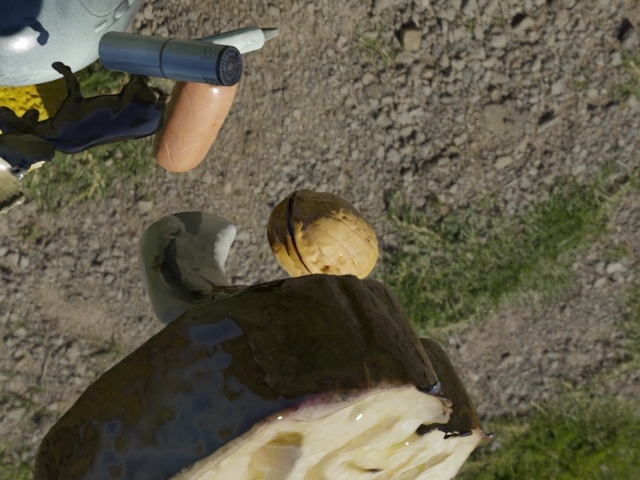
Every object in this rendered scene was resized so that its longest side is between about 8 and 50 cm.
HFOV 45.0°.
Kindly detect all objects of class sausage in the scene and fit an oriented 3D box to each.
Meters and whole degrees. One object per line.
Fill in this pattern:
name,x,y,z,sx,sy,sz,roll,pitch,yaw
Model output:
sausage,-0.256,-0.261,1.575,0.121,0.121,0.304,14,144,-19

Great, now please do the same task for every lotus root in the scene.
lotus root,-0.051,0.188,0.584,0.375,0.111,0.390,-31,147,-5

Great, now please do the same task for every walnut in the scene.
walnut,0.000,0.000,1.137,0.144,0.144,0.180,-32,127,15

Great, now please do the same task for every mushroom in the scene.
mushroom,-0.181,0.071,1.187,0.177,0.397,0.126,-25,120,-7

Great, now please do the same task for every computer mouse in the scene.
computer mouse,-0.315,-0.310,1.038,0.090,0.379,0.167,36,144,18

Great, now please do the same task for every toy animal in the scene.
toy animal,-0.274,-0.126,0.844,0.214,0.186,0.094,-10,140,2

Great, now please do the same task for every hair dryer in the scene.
hair dryer,-0.119,-0.209,0.828,0.155,0.183,0.044,14,120,24

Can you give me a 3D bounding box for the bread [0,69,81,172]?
bread,-0.561,-0.308,1.249,0.333,0.324,0.143,27,146,-28
